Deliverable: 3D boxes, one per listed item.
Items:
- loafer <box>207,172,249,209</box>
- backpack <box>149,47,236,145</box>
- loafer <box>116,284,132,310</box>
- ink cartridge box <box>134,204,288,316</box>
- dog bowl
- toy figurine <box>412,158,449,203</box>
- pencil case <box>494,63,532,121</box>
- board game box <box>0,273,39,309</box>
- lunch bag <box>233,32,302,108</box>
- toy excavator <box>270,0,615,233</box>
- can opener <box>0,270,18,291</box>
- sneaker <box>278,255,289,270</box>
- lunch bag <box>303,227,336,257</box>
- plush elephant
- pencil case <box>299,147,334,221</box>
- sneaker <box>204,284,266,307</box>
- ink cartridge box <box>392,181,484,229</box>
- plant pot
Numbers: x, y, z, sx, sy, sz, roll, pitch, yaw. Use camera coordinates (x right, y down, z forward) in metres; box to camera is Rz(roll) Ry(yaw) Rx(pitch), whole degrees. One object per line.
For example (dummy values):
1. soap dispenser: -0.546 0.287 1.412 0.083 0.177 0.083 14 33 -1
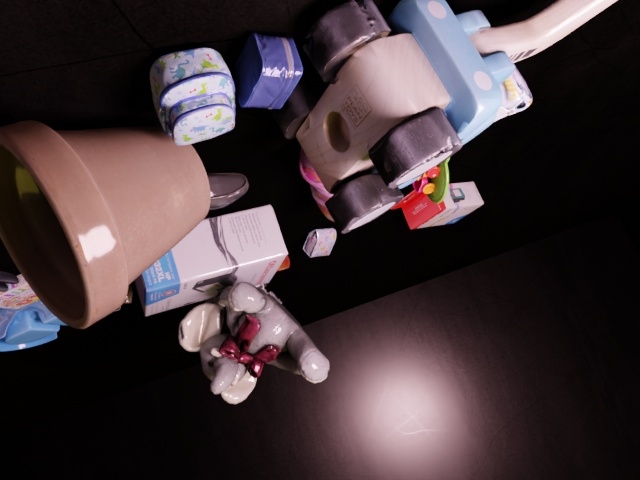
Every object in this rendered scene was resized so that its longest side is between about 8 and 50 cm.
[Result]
1. loafer: -0.208 -0.089 1.008 0.170 0.062 0.061 -18 160 -15
2. backpack: -0.155 -0.179 0.719 0.105 0.084 0.114 -19 162 -14
3. loafer: -0.536 0.158 1.441 0.148 0.050 0.056 -25 164 17
4. ink cartridge box: -0.252 0.047 1.277 0.307 0.129 0.223 -15 164 -22
5. dog bowl: -0.631 0.172 1.330 0.297 0.074 0.166 -23 164 11
6. toy figurine: 0.180 -0.152 1.226 0.159 0.130 0.173 -7 140 -13
7. pencil case: 0.226 -0.217 0.999 0.273 0.124 0.113 -29 163 31
8. board game box: -0.615 0.102 1.198 0.154 0.026 0.103 -23 164 11
9. lunch bag: -0.067 -0.213 0.738 0.065 0.067 0.098 -4 159 -30
10. toy excavator: 0.208 -0.247 0.799 0.445 0.222 0.433 -26 172 -31
11. can opener: -0.616 0.074 1.051 0.059 0.073 0.186 -26 175 -10
12. sneaker: -0.154 0.067 1.602 0.067 0.064 0.175 -17 165 28
13. lunch bag: 0.000 0.000 1.581 0.071 0.053 0.083 -8 135 -38
14. plush elephant: -0.178 0.245 1.307 0.255 0.272 0.330 -45 -167 -3
15. pencil case: 0.035 -0.119 1.112 0.124 0.124 0.284 -21 164 3
16. sneaker: -0.242 0.147 1.693 0.153 0.094 0.235 2 144 -35
17. ink cartridge box: 0.329 -0.097 1.618 0.231 0.078 0.134 -9 161 -35
18. plant pot: -0.278 -0.048 0.765 0.229 0.263 0.263 -30 173 -39
